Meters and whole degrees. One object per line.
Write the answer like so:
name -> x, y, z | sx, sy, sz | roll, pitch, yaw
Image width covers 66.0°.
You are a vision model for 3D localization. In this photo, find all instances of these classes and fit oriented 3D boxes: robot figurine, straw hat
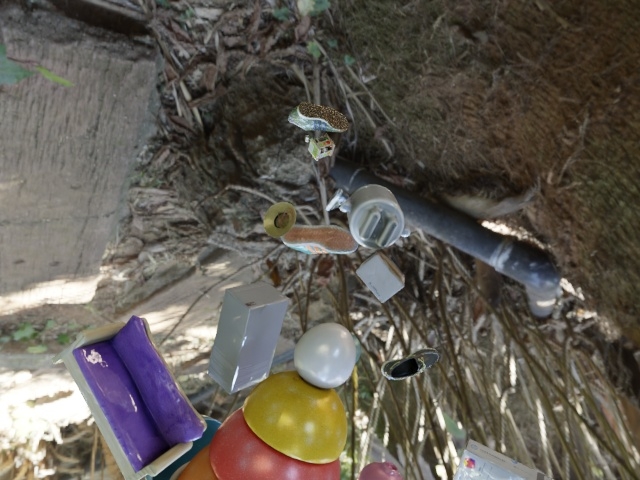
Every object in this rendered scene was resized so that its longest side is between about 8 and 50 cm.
robot figurine -> 0.204, -0.095, 1.860 | 0.300, 0.353, 0.199 | 26, 108, -11
straw hat -> -0.139, -0.072, 1.862 | 0.145, 0.144, 0.061 | -26, 158, 20

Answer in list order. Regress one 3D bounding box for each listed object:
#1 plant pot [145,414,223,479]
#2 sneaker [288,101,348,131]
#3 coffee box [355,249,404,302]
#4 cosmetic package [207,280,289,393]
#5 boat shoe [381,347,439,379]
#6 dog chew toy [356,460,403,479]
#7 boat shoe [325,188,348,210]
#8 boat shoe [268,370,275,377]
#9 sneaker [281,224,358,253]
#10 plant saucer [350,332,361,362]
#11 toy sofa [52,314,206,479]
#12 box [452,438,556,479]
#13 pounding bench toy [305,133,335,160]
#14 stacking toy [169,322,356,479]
plant pot -> -0.465, 0.703, 1.634 | 0.195, 0.290, 0.290 | 7, 169, 46
sneaker -> -0.012, -0.368, 1.506 | 0.192, 0.064, 0.086 | 8, 166, -38
coffee box -> 0.214, 0.117, 1.731 | 0.098, 0.141, 0.246 | -40, 177, 10
cosmetic package -> -0.171, 0.224, 1.159 | 0.127, 0.107, 0.237 | -5, 116, -49
boat shoe -> 0.337, 0.451, 1.782 | 0.228, 0.081, 0.069 | -15, -174, -15
dog chew toy -> 0.116, 0.732, 1.285 | 0.207, 0.207, 0.331 | 20, 97, -42
boat shoe -> 0.052, -0.124, 1.589 | 0.040, 0.049, 0.142 | 27, 160, -7
boat shoe -> -0.147, 0.476, 1.599 | 0.056, 0.153, 0.048 | -9, 151, -41
sneaker -> 0.000, 0.000, 1.932 | 0.302, 0.108, 0.121 | 8, 166, 8
plant saucer -> 0.068, 0.343, 1.556 | 0.119, 0.119, 0.021 | -17, 152, 6
toy sofa -> -0.446, 0.367, 1.163 | 0.177, 0.362, 0.150 | -35, 170, 15
box -> 0.345, 0.479, 0.925 | 0.038, 0.186, 0.145 | -32, 137, -59
pounding bench toy -> -0.002, -0.303, 1.536 | 0.065, 0.083, 0.052 | -24, 157, -25
stacking toy -> -0.055, 0.380, 0.960 | 0.351, 0.351, 0.479 | 22, 98, -43
